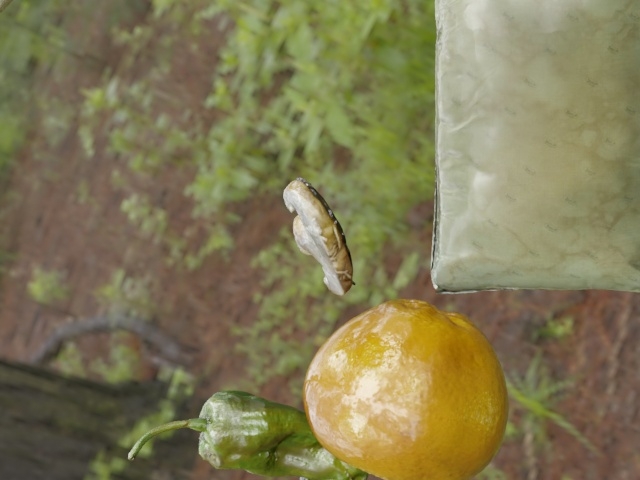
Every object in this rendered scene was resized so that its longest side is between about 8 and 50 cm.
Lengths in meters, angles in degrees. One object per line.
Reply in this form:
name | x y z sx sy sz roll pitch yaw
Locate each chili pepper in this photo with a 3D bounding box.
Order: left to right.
chili pepper | -0.051 0.162 1.405 0.072 0.204 0.073 -49 30 40

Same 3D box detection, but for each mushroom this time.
mushroom | 0.000 0.000 1.217 0.019 0.101 0.049 -38 32 -23

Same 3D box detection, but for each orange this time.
orange | 0.067 0.113 1.277 0.159 0.159 0.136 15 89 58

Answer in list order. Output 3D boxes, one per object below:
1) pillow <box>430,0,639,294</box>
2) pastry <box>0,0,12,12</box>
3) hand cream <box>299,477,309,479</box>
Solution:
pillow | 0.170 -0.089 1.196 0.075 0.185 0.302 -80 -10 -58
pastry | -0.314 -0.270 1.465 0.166 0.166 0.088 -52 -2 23
hand cream | -0.029 0.283 1.623 0.036 0.023 0.122 37 111 52
